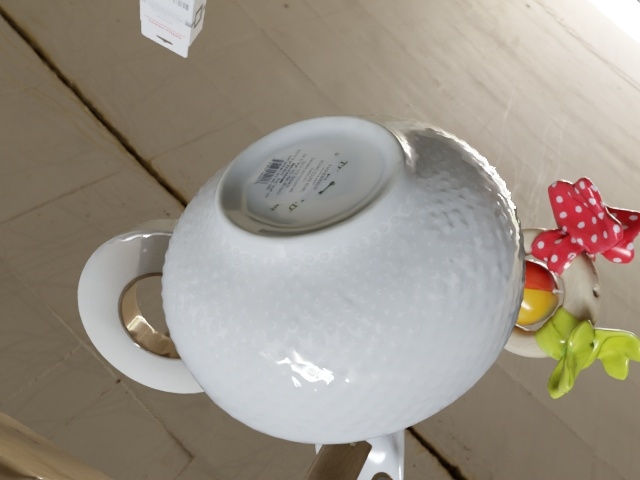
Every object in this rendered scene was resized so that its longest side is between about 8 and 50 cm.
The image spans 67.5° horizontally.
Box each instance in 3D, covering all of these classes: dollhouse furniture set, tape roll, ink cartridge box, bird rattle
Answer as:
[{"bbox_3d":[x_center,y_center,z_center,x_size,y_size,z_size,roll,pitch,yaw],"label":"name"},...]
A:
[{"bbox_3d":[0.073,0.276,0.522,0.144,0.151,0.123,36,-128,2],"label":"dollhouse furniture set"},{"bbox_3d":[-0.309,0.145,1.007,0.392,0.391,0.072,30,-157,-5],"label":"tape roll"},{"bbox_3d":[-0.275,-0.442,0.895,0.104,0.180,0.060,27,-115,-10],"label":"ink cartridge box"},{"bbox_3d":[0.274,0.055,0.586,0.143,0.207,0.253,-3,-93,-35],"label":"bird rattle"}]

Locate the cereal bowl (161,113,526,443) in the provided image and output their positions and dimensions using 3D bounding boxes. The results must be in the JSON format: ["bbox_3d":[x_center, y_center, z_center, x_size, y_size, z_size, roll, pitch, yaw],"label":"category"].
[{"bbox_3d":[0.007,-0.009,0.434,0.340,0.141,0.338,-10,-134,10],"label":"cereal bowl"}]

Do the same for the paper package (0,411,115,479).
[{"bbox_3d":[-0.443,0.325,0.606,0.325,0.309,0.168,20,-118,18],"label":"paper package"}]

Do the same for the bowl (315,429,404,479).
[{"bbox_3d":[0.067,0.285,0.783,0.134,0.297,0.297,0,-135,8],"label":"bowl"}]

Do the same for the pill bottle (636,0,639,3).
[{"bbox_3d":[0.265,-0.073,0.214,0.162,0.162,0.278,-18,-103,-41],"label":"pill bottle"}]
